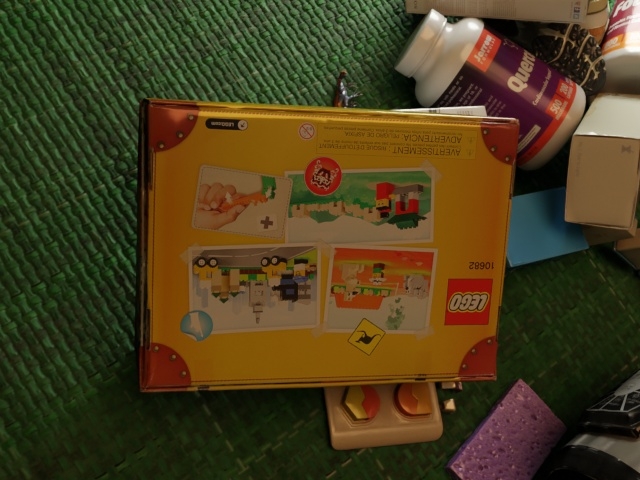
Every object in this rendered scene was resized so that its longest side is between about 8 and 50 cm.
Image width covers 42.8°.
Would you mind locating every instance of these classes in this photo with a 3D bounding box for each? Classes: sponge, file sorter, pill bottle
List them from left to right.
[{"bbox_3d":[0.301,-0.277,1.475,0.323,0.181,0.181,31,63,-8],"label":"pill bottle"},{"bbox_3d":[0.304,0.339,1.332,0.117,0.031,0.210,47,63,1],"label":"sponge"},{"bbox_3d":[0.357,-0.010,1.440,0.170,0.104,0.118,-12,76,-23],"label":"file sorter"},{"bbox_3d":[0.694,-0.422,1.653,0.224,0.224,0.392,31,63,-7],"label":"pill bottle"}]

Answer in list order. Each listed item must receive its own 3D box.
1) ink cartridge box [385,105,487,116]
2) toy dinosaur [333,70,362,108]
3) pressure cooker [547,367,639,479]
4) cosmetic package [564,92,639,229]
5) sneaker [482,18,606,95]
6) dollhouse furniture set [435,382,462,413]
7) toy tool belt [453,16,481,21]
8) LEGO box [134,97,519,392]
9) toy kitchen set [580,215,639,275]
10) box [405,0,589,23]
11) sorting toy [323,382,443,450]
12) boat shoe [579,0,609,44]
[{"bbox_3d":[0.149,-0.143,1.373,0.237,0.172,0.100,-6,74,-22],"label":"ink cartridge box"},{"bbox_3d":[0.037,-0.263,1.453,0.090,0.047,0.082,-20,60,-15],"label":"toy dinosaur"},{"bbox_3d":[0.604,0.354,1.231,0.420,0.375,0.370,-34,48,-16],"label":"pressure cooker"},{"bbox_3d":[0.516,-0.149,1.439,0.113,0.160,0.309,9,24,24],"label":"cosmetic package"},{"bbox_3d":[0.440,-0.385,1.585,0.283,0.122,0.110,46,103,13],"label":"sneaker"},{"bbox_3d":[0.247,0.221,1.310,0.081,0.114,0.091,2,68,-24],"label":"dollhouse furniture set"},{"bbox_3d":[0.291,-0.415,1.604,0.051,0.052,0.083,-8,67,10],"label":"toy tool belt"},{"bbox_3d":[0.000,0.000,1.144,0.500,0.193,0.372,1,101,-15],"label":"LEGO box"},{"bbox_3d":[0.584,-0.037,1.550,0.207,0.122,0.166,35,60,-28],"label":"toy kitchen set"},{"bbox_3d":[0.340,-0.484,1.514,0.322,0.058,0.232,10,43,18],"label":"box"},{"bbox_3d":[0.096,0.218,1.294,0.193,0.038,0.208,0,71,-21],"label":"sorting toy"},{"bbox_3d":[0.527,-0.483,1.659,0.113,0.103,0.302,-2,33,18],"label":"boat shoe"}]
